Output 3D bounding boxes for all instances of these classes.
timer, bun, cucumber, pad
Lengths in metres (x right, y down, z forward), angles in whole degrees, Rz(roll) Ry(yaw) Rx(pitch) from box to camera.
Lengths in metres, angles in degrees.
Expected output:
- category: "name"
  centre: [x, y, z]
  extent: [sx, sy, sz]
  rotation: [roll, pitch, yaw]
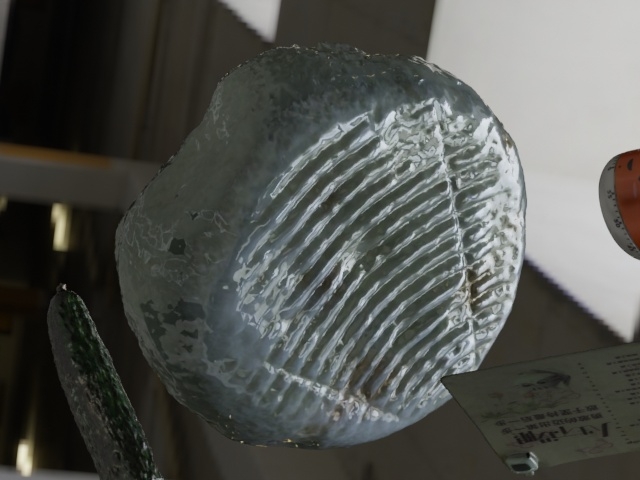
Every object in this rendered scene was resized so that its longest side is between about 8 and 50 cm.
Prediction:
- category: "timer"
  centre: [0.360, -0.038, 1.799]
  extent: [0.099, 0.136, 0.136]
  rotation: [-60, -179, -30]
- category: "bun"
  centre: [0.002, 0.004, 1.399]
  extent: [0.194, 0.354, 0.354]
  rotation: [33, -63, 51]
- category: "cucumber"
  centre: [-0.257, 0.167, 1.969]
  extent: [0.293, 0.068, 0.067]
  rotation: [62, -31, 30]
- category: "pad"
  centre: [0.218, 0.093, 1.036]
  extent: [0.159, 0.265, 0.009]
  rotation: [51, 32, -54]
